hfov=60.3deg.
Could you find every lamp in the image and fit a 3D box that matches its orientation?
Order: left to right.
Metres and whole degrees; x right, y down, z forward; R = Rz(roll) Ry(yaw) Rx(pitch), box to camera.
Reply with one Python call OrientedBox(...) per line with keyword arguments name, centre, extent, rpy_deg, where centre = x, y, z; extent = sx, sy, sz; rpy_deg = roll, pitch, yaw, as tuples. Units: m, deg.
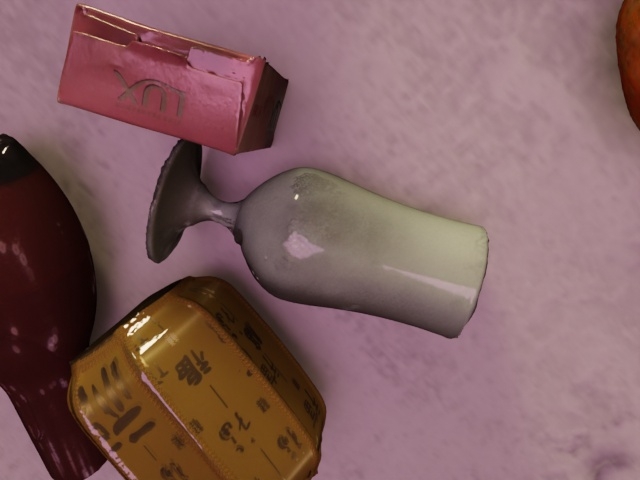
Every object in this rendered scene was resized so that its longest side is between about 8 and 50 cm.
OrientedBox(name="lamp", centre=(-0.094, 0.131, 0.436), extent=(0.161, 0.161, 0.185), rpy_deg=(-33, 99, 15))

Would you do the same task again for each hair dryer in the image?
OrientedBox(name="hair dryer", centre=(-0.349, 0.056, 0.493), extent=(0.340, 0.123, 0.313), rpy_deg=(8, 118, 17))

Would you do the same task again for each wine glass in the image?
OrientedBox(name="wine glass", centre=(0.000, 0.000, 0.411), extent=(0.231, 0.103, 0.103), rpy_deg=(16, 108, -1))

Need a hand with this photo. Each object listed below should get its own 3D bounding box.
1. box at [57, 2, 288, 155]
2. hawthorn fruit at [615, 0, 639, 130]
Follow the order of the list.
OrientedBox(name="box", centre=(-0.085, -0.101, 0.365), extent=(0.111, 0.156, 0.060), rpy_deg=(18, 101, 1))
OrientedBox(name="hawthorn fruit", centre=(0.271, -0.106, 0.296), extent=(0.157, 0.194, 0.157), rpy_deg=(-10, 116, -22))
